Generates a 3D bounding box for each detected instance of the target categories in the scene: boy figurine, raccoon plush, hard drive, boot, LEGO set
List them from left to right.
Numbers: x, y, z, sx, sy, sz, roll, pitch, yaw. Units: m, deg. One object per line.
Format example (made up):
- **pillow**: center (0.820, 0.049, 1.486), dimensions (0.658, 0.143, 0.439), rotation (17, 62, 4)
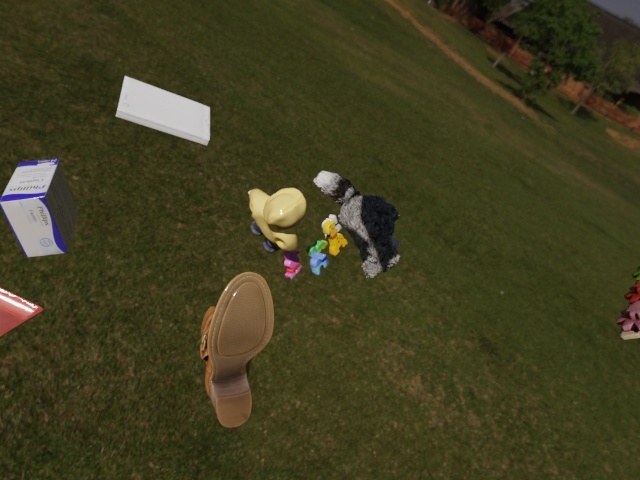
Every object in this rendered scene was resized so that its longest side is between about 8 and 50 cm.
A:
- **hard drive**: center (-0.550, -0.462, 1.529), dimensions (0.307, 0.040, 0.203), rotation (14, 46, -30)
- **boot**: center (-0.167, 0.165, 0.797), dimensions (0.109, 0.284, 0.220), rotation (-3, 17, -21)
- **boy figurine**: center (-0.105, -0.053, 0.980), dimensions (0.092, 0.285, 0.177), rotation (-36, 87, -19)
- **LEGO set**: center (0.000, 0.000, 1.102), dimensions (0.087, 0.093, 0.227), rotation (13, 45, 37)
- **raccoon plush**: center (0.134, -0.044, 1.697), dimensions (0.446, 0.216, 0.299), rotation (25, 40, -14)

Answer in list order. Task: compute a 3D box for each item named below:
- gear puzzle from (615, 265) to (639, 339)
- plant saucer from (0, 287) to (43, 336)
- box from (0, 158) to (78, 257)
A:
- **gear puzzle**: center (0.602, 0.043, 0.701), dimensions (0.339, 0.175, 0.044), rotation (-32, 92, -41)
- **plant saucer**: center (-0.744, 0.137, 0.841), dimensions (0.259, 0.048, 0.258), rotation (30, 7, -9)
- **box**: center (-0.511, -0.061, 0.788), dimensions (0.072, 0.126, 0.137), rotation (-8, 40, -14)
